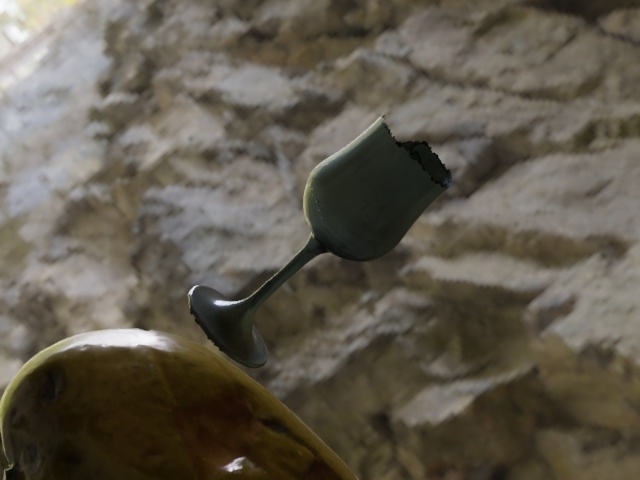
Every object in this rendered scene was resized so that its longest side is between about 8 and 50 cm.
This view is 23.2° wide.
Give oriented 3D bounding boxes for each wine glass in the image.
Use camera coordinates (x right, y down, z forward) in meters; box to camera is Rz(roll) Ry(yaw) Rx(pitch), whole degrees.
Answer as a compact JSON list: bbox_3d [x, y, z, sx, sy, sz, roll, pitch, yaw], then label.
[{"bbox_3d":[0.000,0.000,1.080,0.079,0.195,0.079,42,18,-17],"label":"wine glass"}]

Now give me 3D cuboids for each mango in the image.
[{"bbox_3d":[-0.106,0.217,1.318,0.364,0.182,0.253,30,38,-7],"label":"mango"}]
